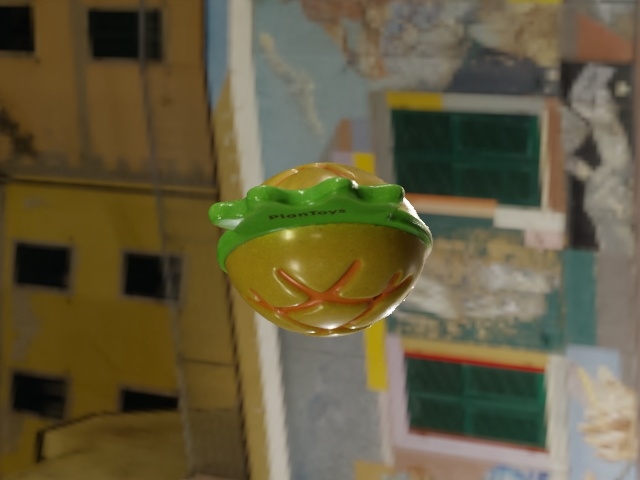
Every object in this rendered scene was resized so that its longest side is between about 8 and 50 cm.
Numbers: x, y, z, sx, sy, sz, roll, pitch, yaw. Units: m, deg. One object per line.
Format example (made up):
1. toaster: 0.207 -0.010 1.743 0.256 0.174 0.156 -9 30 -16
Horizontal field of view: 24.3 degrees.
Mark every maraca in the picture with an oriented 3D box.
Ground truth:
1. maraca: 0.000 0.000 0.858 0.186 0.127 0.099 67 -165 -71
